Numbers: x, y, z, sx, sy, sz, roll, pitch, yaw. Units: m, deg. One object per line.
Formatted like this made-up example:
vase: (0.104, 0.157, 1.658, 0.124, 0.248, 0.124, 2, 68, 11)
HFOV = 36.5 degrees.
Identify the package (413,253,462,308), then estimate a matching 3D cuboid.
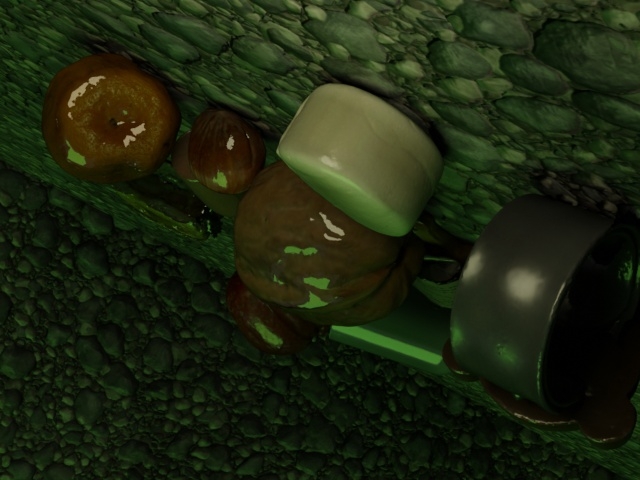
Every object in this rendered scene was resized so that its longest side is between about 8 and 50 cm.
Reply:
package: (0.197, 0.067, 1.899, 0.251, 0.062, 0.204, 23, 168, 21)

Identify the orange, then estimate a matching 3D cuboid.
orange: (-0.386, -0.215, 1.759, 0.249, 0.249, 0.183, 32, -177, -25)

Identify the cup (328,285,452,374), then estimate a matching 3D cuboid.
cup: (0.193, 0.181, 2.245, 0.312, 0.205, 0.205, 19, 168, 5)

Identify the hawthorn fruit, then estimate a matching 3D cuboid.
hawthorn fruit: (-0.093, 0.141, 2.243, 0.262, 0.258, 0.258, 22, 171, -22)

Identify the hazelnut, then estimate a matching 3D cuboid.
hazelnut: (-0.174, -0.161, 1.742, 0.150, 0.150, 0.150, 25, 168, 5)

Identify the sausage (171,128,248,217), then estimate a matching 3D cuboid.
sausage: (-0.206, -0.129, 1.969, 0.123, 0.123, 0.253, 22, 167, 17)

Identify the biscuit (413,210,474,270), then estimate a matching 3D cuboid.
biscuit: (0.243, 0.028, 1.890, 0.340, 0.047, 0.216, 33, 168, -30)

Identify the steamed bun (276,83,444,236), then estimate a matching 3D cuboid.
steamed bun: (0.074, -0.109, 1.389, 0.164, 0.146, 0.242, 18, 164, 48)

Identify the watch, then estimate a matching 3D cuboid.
watch: (0.342, 0.081, 1.392, 0.314, 0.335, 0.326, 25, 151, 37)

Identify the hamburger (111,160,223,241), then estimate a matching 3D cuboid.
hamburger: (-0.364, -0.098, 2.422, 0.309, 0.132, 0.211, 24, 169, 13)

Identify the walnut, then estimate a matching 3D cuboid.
walnut: (0.001, -0.003, 1.686, 0.344, 0.306, 0.306, 8, 161, 30)
